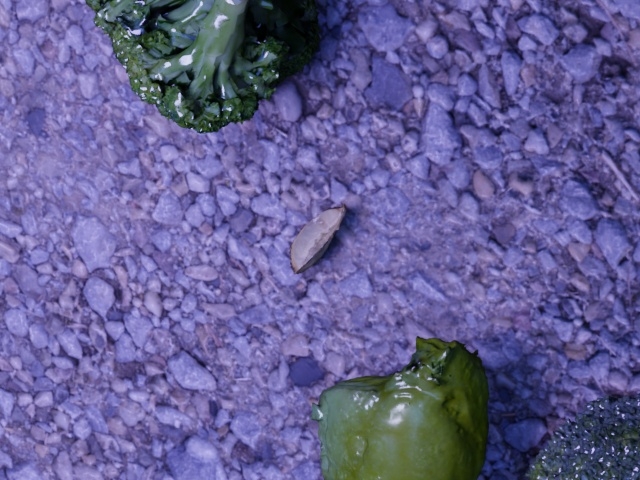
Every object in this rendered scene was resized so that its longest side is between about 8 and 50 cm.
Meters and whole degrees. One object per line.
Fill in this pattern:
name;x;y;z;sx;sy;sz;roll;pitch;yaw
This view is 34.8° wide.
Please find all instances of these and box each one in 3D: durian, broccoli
durian;-0.008;-0.006;1.540;0.052;0.066;0.130;37;88;3
broccoli;-0.163;-0.358;1.416;0.321;0.310;0.413;24;76;16
broccoli;0.484;0.337;1.417;0.375;0.302;0.249;-4;67;33
durian;0.119;0.297;1.488;0.255;0.204;0.340;0;98;36
